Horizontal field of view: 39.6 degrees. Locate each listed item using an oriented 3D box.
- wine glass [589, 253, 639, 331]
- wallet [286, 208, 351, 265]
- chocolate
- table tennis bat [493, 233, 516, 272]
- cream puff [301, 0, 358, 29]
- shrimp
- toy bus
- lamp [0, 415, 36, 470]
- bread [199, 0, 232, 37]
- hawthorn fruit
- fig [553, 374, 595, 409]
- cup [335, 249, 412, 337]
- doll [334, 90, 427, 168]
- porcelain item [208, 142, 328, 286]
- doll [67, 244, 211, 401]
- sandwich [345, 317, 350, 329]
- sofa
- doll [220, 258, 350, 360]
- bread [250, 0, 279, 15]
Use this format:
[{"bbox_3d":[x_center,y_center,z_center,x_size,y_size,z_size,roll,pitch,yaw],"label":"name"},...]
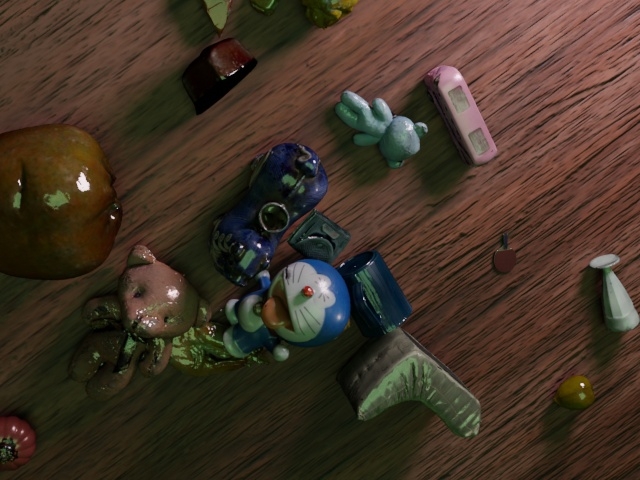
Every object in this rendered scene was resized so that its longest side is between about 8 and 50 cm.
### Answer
[{"bbox_3d":[0.618,0.110,1.874,0.073,0.073,0.155,-21,104,-5],"label":"wine glass"},{"bbox_3d":[0.000,0.000,1.720,0.088,0.026,0.129,-49,136,7],"label":"wallet"},{"bbox_3d":[-0.195,-0.303,1.594,0.148,0.125,0.080,-40,91,5],"label":"chocolate"},{"bbox_3d":[0.381,0.026,1.838,0.050,0.007,0.083,-5,107,-9],"label":"table tennis bat"},{"bbox_3d":[0.011,-0.459,1.597,0.146,0.116,0.146,6,74,-21],"label":"cream puff"},{"bbox_3d":[-0.204,0.220,1.753,0.217,0.051,0.115,13,105,-12],"label":"shrimp"},{"bbox_3d":[0.269,-0.237,1.707,0.063,0.090,0.203,-31,109,-3],"label":"toy bus"},{"bbox_3d":[-0.598,0.388,1.698,0.107,0.092,0.108,-3,105,-11],"label":"lamp"},{"bbox_3d":[-0.183,-0.425,1.596,0.062,0.043,0.109,-26,106,-2],"label":"bread"},{"bbox_3d":[-0.493,-0.059,1.520,0.300,0.268,0.268,-6,105,-1],"label":"hawthorn fruit"},{"bbox_3d":[0.544,0.331,1.915,0.088,0.074,0.074,-23,108,11],"label":"fig"},{"bbox_3d":[0.104,0.104,1.732,0.113,0.150,0.138,-34,106,-11],"label":"cup"},{"bbox_3d":[0.114,-0.223,1.700,0.179,0.075,0.120,39,134,2],"label":"doll"},{"bbox_3d":[-0.099,-0.050,1.636,0.138,0.186,0.288,38,93,-16],"label":"porcelain item"},{"bbox_3d":[-0.358,0.176,1.655,0.201,0.156,0.303,40,95,-3],"label":"doll"},{"bbox_3d":[0.019,0.132,1.745,0.035,0.105,0.093,-15,113,-30],"label":"sandwich"},{"bbox_3d":[0.178,0.307,1.768,0.225,0.210,0.176,41,92,-18],"label":"sofa"},{"bbox_3d":[-0.070,0.126,1.665,0.256,0.215,0.161,-23,147,23],"label":"doll"},{"bbox_3d":[-0.091,-0.452,1.612,0.049,0.034,0.088,26,94,-1],"label":"bread"}]
